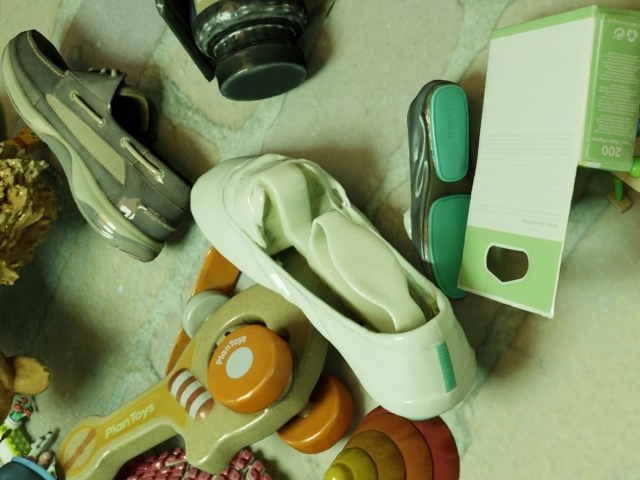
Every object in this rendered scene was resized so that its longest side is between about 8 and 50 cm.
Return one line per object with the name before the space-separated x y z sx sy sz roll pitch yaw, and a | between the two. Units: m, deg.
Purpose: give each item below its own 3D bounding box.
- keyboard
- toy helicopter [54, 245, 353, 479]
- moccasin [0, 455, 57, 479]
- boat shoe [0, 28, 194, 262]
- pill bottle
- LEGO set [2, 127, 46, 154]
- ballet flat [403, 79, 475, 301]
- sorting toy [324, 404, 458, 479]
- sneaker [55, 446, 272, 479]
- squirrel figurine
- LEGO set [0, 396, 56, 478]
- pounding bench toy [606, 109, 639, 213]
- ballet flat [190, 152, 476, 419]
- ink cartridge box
keyboard | -0.151 -0.251 1.058 0.023 0.180 0.108 -21 73 4
toy helicopter | -0.147 0.152 1.051 0.355 0.140 0.235 -32 45 18
moccasin | -0.305 0.401 1.106 0.138 0.117 0.342 11 125 37
boat shoe | -0.254 -0.134 1.176 0.130 0.132 0.355 -40 67 6
pill bottle | -0.082 -0.264 1.032 0.123 0.123 0.219 -23 75 35
LEGO set | -0.422 -0.122 1.309 0.227 0.093 0.087 43 134 14
ballet flat | 0.110 -0.046 0.920 0.074 0.074 0.203 -1 94 38
sorting toy | 0.112 0.304 0.866 0.127 0.126 0.365 -49 61 25
sneaker | -0.165 0.297 1.100 0.299 0.121 0.112 -6 113 37
squirrel figurine | -0.457 0.068 1.140 0.370 0.281 0.397 36 113 52
LEGO set | -0.381 0.262 1.256 0.107 0.132 0.287 -50 28 13
pounding bench toy | 0.255 -0.060 0.803 0.052 0.065 0.083 43 114 30
ballet flat | 0.000 0.000 0.928 0.400 0.139 0.139 44 114 38
ink cartridge box | 0.184 -0.064 0.813 0.171 0.056 0.235 -163 77 -72
